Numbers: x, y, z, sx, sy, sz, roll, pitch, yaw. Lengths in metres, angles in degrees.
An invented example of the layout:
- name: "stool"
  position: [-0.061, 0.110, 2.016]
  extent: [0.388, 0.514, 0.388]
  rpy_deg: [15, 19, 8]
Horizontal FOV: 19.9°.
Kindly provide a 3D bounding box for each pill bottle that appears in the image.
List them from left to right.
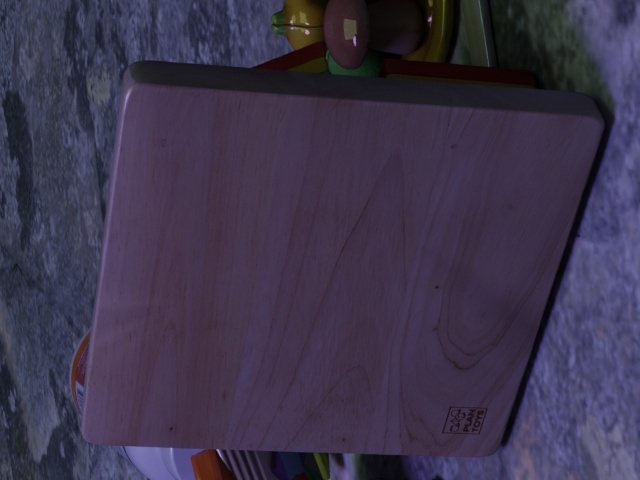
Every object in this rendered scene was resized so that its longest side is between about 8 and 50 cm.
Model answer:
- name: "pill bottle"
  position: [-0.118, 0.133, 1.490]
  extent: [0.216, 0.121, 0.121]
  rpy_deg: [-155, 61, -61]

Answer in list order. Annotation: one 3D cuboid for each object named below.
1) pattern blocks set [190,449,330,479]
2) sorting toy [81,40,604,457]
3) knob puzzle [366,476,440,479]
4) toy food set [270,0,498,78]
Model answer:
- name: "pattern blocks set"
  position: [-0.030, 0.153, 1.229]
  extent: [0.285, 0.026, 0.325]
  rpy_deg: [-67, -46, -73]
- name: "sorting toy"
  position: [0.000, 0.000, 1.048]
  extent: [0.089, 0.255, 0.257]
  rpy_deg: [-101, 19, -50]
- name: "knob puzzle"
  position: [0.076, 0.254, 1.205]
  extent: [0.213, 0.030, 0.213]
  rpy_deg: [173, 90, -66]
- name: "toy food set"
  position: [0.023, -0.153, 1.154]
  extent: [0.218, 0.071, 0.128]
  rpy_deg: [-175, 79, -65]
